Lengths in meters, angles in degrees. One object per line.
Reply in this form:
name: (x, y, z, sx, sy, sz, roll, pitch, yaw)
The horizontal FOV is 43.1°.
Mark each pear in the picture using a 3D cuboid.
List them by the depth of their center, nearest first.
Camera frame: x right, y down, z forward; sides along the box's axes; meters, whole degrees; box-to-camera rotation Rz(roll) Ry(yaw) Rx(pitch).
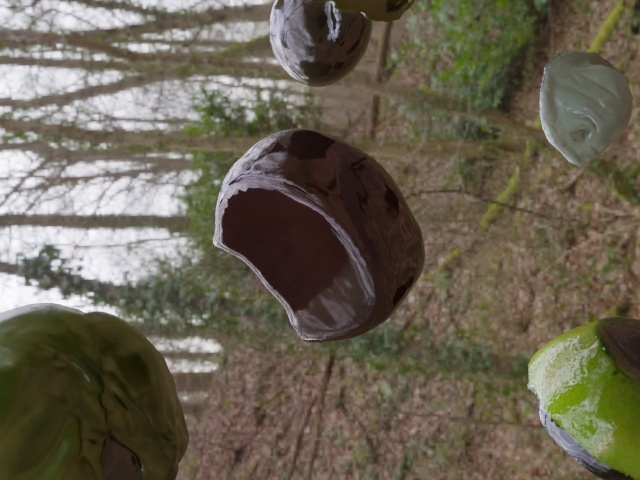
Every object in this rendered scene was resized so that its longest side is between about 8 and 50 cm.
pear: (0.583, 0.271, 1.453, 0.399, 0.399, 0.165, -81, 13, -57)

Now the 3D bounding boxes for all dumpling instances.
dumpling: (0.419, -0.210, 1.307, 0.219, 0.153, 0.108, -58, -18, -29)

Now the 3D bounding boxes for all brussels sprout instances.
brussels sprout: (-0.402, 0.274, 1.180, 0.361, 0.342, 0.425, 59, -160, -9)

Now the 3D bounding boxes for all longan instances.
longan: (0.005, -0.331, 1.251, 0.204, 0.159, 0.184, 166, 112, -66)

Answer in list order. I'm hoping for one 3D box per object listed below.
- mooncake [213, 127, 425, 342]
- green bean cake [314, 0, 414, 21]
mooncake: (0.000, 0.000, 1.267, 0.174, 0.326, 0.333, -53, -17, -42)
green bean cake: (0.017, -0.348, 0.749, 0.124, 0.233, 0.236, 52, 122, 40)
